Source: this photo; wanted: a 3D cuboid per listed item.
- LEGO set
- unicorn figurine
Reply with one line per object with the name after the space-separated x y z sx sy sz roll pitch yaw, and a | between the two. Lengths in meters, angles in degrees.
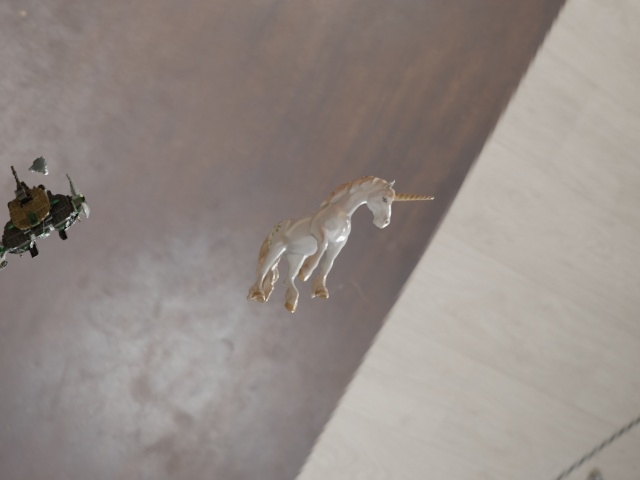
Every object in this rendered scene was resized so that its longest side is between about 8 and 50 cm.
-0.133 -0.011 0.502 0.054 0.083 0.023 -57 146 -20 | LEGO set
0.000 0.000 0.960 0.060 0.162 0.111 47 49 -40 | unicorn figurine
